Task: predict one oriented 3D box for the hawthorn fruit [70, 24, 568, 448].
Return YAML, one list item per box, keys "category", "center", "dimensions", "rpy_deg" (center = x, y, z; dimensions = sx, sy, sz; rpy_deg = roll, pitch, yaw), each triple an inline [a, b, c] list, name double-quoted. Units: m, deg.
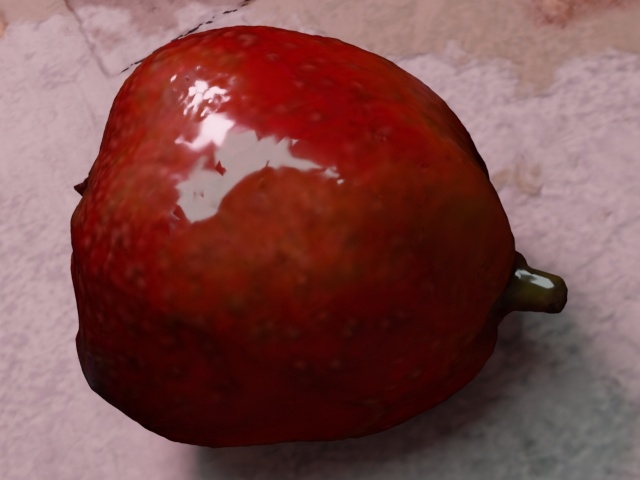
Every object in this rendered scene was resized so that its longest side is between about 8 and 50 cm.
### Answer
- category: "hawthorn fruit"
  center: [0.000, 0.000, 0.973]
  dimensions: [0.307, 0.265, 0.265]
  rpy_deg: [8, 58, 17]
